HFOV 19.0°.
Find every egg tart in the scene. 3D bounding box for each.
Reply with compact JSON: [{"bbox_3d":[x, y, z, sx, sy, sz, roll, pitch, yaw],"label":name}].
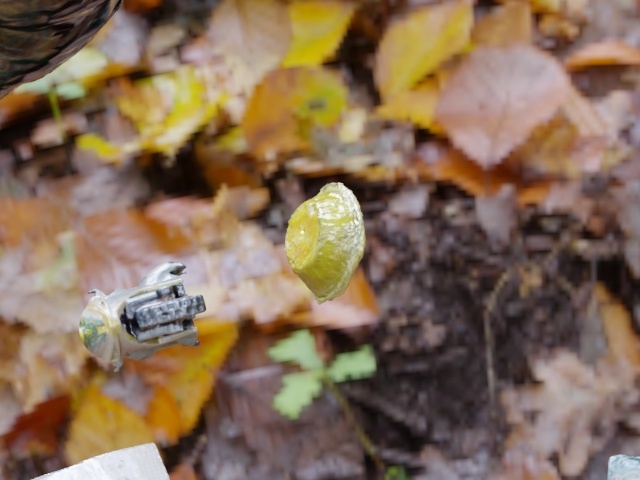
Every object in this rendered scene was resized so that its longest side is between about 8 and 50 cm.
[{"bbox_3d":[0.000,0.000,1.599,0.039,0.105,0.105,13,34,-30],"label":"egg tart"}]

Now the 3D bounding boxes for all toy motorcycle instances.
[{"bbox_3d":[-0.190,0.082,2.001,0.129,0.229,0.094,-18,88,-8],"label":"toy motorcycle"}]

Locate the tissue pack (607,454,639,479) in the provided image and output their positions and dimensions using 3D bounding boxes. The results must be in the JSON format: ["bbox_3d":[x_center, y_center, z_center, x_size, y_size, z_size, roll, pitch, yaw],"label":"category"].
[{"bbox_3d":[0.401,0.335,1.856,0.103,0.228,0.315,2,-1,-32],"label":"tissue pack"}]

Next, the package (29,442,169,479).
[{"bbox_3d":[-0.206,0.266,1.393,0.250,0.062,0.204,-27,52,-4],"label":"package"}]

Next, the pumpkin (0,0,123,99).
[{"bbox_3d":[-0.172,-0.134,0.671,0.233,0.233,0.163,-13,65,-5],"label":"pumpkin"}]
